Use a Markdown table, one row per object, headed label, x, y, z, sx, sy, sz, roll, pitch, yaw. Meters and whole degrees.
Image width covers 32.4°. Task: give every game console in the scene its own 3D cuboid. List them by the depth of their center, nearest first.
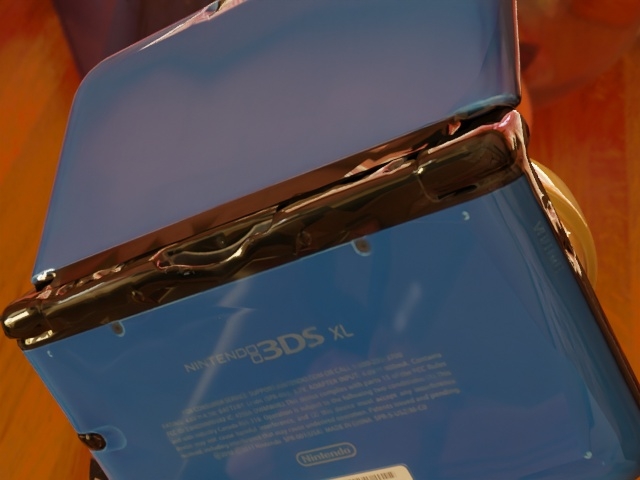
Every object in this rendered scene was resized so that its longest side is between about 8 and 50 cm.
| label | x | y | z | sx | sy | sz | roll | pitch | yaw |
| --- | --- | --- | --- | --- | --- | --- | --- | --- | --- |
| game console | 0.000 | 0.000 | 0.564 | 0.250 | 0.293 | 0.173 | 61 | 34 | -17 |

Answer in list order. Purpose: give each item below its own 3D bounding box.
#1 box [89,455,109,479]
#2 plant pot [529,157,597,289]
| label | x | y | z | sx | sy | sz | roll | pitch | yaw |
| --- | --- | --- | --- | --- | --- | --- | --- | --- | --- |
| box | -0.100 | 0.391 | 1.150 | 0.296 | 0.294 | 0.182 | 8 | 3 | 43 |
| plant pot | 0.173 | 0.062 | 1.145 | 0.254 | 0.254 | 0.239 | 14 | 26 | -7 |
